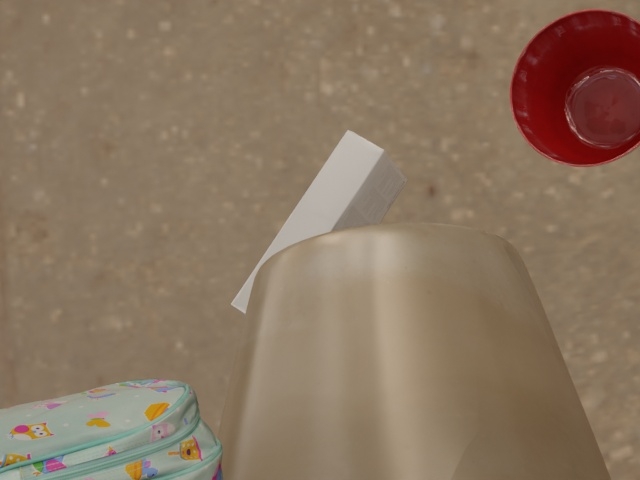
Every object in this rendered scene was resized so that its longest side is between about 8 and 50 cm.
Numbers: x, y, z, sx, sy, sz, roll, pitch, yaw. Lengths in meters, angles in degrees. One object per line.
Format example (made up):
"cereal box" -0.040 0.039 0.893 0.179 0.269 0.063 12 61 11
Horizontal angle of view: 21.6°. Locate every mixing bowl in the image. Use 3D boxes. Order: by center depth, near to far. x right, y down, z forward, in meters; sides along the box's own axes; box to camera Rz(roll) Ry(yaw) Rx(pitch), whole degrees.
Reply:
"mixing bowl" 0.314 -0.161 1.900 0.181 0.098 0.181 -5 78 22

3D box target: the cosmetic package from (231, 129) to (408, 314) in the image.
"cosmetic package" 0.000 0.000 1.910 0.060 0.099 0.239 31 83 28

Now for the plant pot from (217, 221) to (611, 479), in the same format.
"plant pot" 0.054 0.151 1.133 0.323 0.323 0.280 -27 59 44

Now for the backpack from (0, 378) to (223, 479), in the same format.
"backpack" -0.126 0.131 0.755 0.152 0.182 0.115 16 116 58
